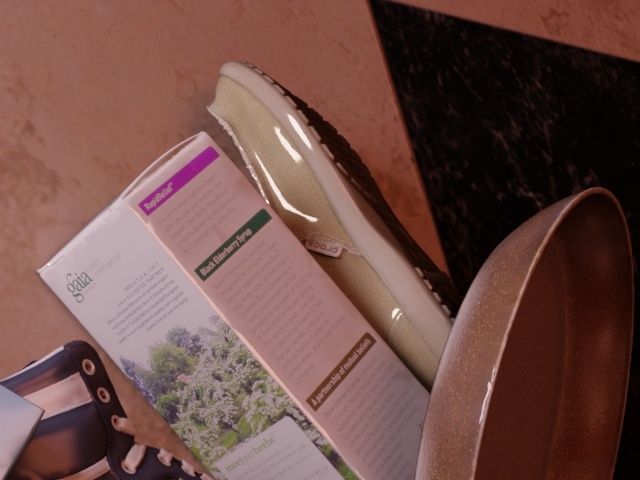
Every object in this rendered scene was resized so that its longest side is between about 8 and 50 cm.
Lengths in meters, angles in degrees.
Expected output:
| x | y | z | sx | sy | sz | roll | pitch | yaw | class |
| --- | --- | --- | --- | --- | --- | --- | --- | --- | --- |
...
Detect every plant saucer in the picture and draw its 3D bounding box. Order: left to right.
| x | y | z | sx | sy | sz | roll | pitch | yaw | class |
| --- | --- | --- | --- | --- | --- | --- | --- | --- | --- |
| 0.118 | 0.119 | 1.041 | 0.310 | 0.050 | 0.310 | 9 | 90 | -67 | plant saucer |

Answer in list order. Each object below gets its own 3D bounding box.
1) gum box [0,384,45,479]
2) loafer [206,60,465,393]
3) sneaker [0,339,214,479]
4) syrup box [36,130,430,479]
| x | y | z | sx | sy | sz | roll | pitch | yaw | class |
| --- | --- | --- | --- | --- | --- | --- | --- | --- | --- |
| -0.234 | 0.114 | 0.776 | 0.157 | 0.041 | 0.184 | 31 | 60 | -3 | gum box |
| 0.000 | 0.000 | 1.099 | 0.268 | 0.092 | 0.102 | 54 | 10 | 24 | loafer |
| -0.082 | 0.139 | 0.920 | 0.282 | 0.099 | 0.153 | 7 | 60 | -37 | sneaker |
| -0.038 | 0.065 | 1.015 | 0.237 | 0.093 | 0.096 | 50 | 41 | -3 | syrup box |
